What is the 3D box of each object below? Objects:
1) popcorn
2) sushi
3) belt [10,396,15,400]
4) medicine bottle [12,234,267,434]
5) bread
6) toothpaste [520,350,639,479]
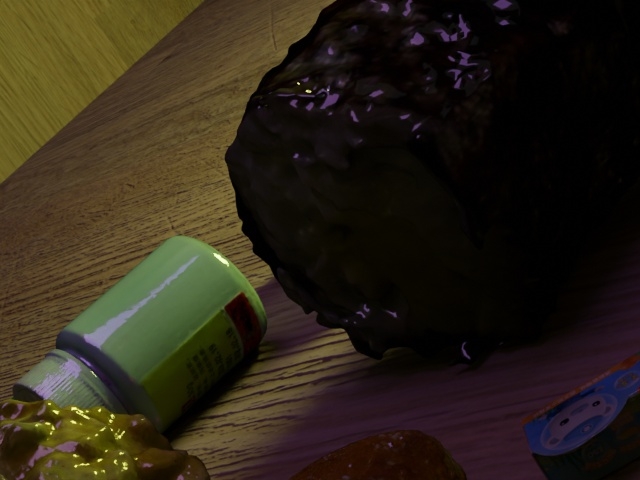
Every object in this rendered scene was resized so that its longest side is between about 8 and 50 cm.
[{"bbox_3d":[-0.175,0.226,1.145,0.249,0.249,0.225,-21,-8,38],"label":"popcorn"},{"bbox_3d":[0.100,-0.080,1.321,0.299,0.281,0.294,-5,38,46],"label":"sushi"},{"bbox_3d":[-0.278,0.176,1.695,0.121,0.079,0.151,-39,3,21],"label":"belt"},{"bbox_3d":[-0.171,0.110,1.548,0.225,0.139,0.139,-42,18,-25],"label":"medicine bottle"},{"bbox_3d":[0.022,0.204,0.981,0.132,0.103,0.172,-26,20,27],"label":"bread"},{"bbox_3d":[0.222,0.095,1.011,0.193,0.044,0.070,-32,18,10],"label":"toothpaste"}]
